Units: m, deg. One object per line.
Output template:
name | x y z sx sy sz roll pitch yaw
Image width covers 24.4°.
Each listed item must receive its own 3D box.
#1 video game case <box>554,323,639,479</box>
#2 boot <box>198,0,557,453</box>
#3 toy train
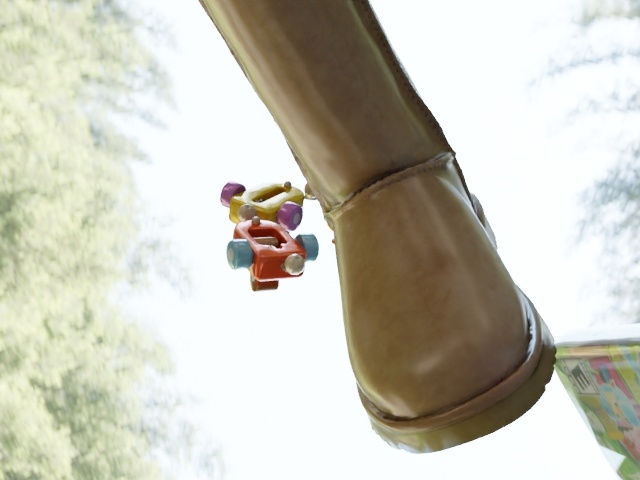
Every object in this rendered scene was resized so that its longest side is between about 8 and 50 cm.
video game case | 0.183 0.128 0.597 0.023 0.193 0.212 -30 -88 -14
boot | -0.003 -0.065 0.648 0.089 0.270 0.236 -27 -158 6
toy train | 0.000 0.000 0.968 0.166 0.046 0.125 -7 -152 -31
